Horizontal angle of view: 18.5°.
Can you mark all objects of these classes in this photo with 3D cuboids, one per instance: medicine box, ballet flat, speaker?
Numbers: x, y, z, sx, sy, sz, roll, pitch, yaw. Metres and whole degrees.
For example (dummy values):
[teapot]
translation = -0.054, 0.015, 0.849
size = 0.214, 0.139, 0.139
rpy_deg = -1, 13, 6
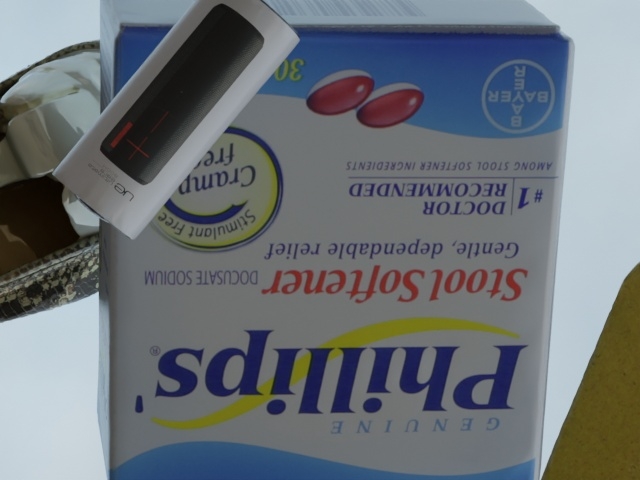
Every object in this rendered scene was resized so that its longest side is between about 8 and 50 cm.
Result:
[medicine box]
translation = 0.000, 0.000, 1.185
size = 0.149, 0.263, 0.289
rpy_deg = -117, -152, -71
[ballet flat]
translation = -0.238, -0.019, 1.296
size = 0.482, 0.182, 0.164
rpy_deg = -27, -101, -6
[speaker]
translation = -0.073, -0.067, 0.993
size = 0.136, 0.055, 0.055
rpy_deg = -50, -125, -2

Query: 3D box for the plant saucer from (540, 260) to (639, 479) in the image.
[plant saucer]
translation = 0.275, 0.156, 1.338
size = 0.081, 0.333, 0.333
rpy_deg = 35, -63, 35
